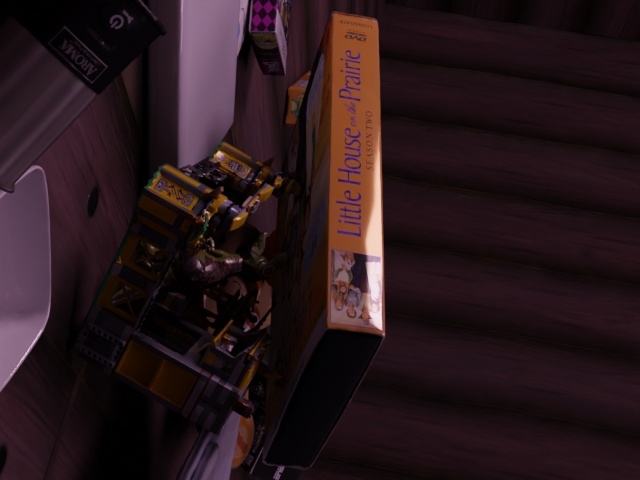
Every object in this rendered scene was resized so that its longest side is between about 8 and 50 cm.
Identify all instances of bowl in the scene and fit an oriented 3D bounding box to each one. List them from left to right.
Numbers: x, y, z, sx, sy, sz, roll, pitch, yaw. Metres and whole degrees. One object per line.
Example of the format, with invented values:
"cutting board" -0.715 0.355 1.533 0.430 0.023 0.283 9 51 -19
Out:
"bowl" -0.226 0.030 0.640 0.142 0.053 0.142 -71 169 -59

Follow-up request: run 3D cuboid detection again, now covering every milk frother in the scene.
"milk frother" -0.188 -0.126 0.590 0.135 0.129 0.143 -46 -155 -2

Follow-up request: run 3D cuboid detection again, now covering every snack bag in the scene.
"snack bag" -0.147 0.339 1.168 0.342 0.037 0.323 -67 171 -55

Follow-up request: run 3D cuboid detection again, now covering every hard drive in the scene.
"hard drive" -0.133 -0.250 1.077 0.233 0.047 0.353 -70 168 -58

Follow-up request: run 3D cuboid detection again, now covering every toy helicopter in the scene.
"toy helicopter" -0.128 0.150 1.319 0.235 0.140 0.355 -33 128 -60

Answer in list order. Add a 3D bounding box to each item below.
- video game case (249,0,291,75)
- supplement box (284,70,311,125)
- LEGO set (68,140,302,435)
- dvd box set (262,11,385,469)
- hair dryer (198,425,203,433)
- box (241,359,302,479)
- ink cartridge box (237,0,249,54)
"video game case" -0.064 -0.371 1.395 0.210 0.042 0.232 80 14 -83
"supplement box" -0.013 -0.285 1.990 0.233 0.080 0.078 -58 155 -69
"LEGO set" -0.089 0.044 1.011 0.255 0.192 0.331 -61 178 6
"dvd box set" 0.000 0.000 1.108 0.307 0.062 0.420 112 -16 -52
"hair dryer" -0.151 0.215 1.521 0.293 0.080 0.223 -20 121 -83
"box" -0.073 0.269 1.479 0.147 0.078 0.180 -64 -156 -7
"ink cartridge box" -0.112 -0.286 1.294 0.048 0.028 0.083 94 8 -52
